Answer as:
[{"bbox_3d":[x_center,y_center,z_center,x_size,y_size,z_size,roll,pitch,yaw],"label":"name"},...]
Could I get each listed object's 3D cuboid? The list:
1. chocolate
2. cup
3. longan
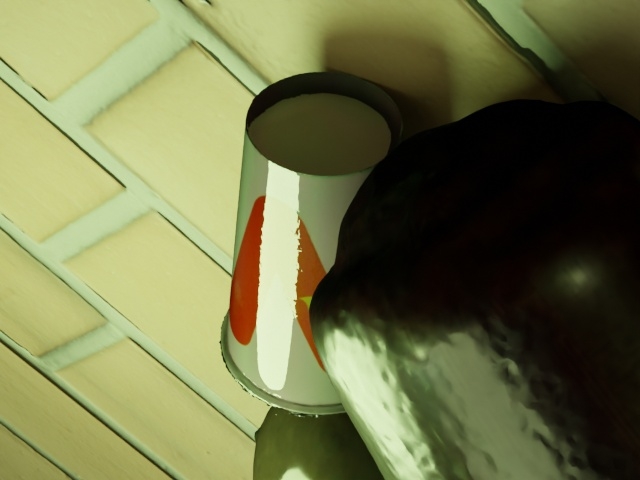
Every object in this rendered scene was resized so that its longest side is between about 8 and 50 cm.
[{"bbox_3d":[0.156,0.073,1.018,0.331,0.383,0.384,45,145,-22],"label":"chocolate"},{"bbox_3d":[0.000,0.000,1.224,0.203,0.203,0.288,20,139,17],"label":"cup"},{"bbox_3d":[0.045,0.273,1.490,0.300,0.243,0.300,29,143,24],"label":"longan"}]
